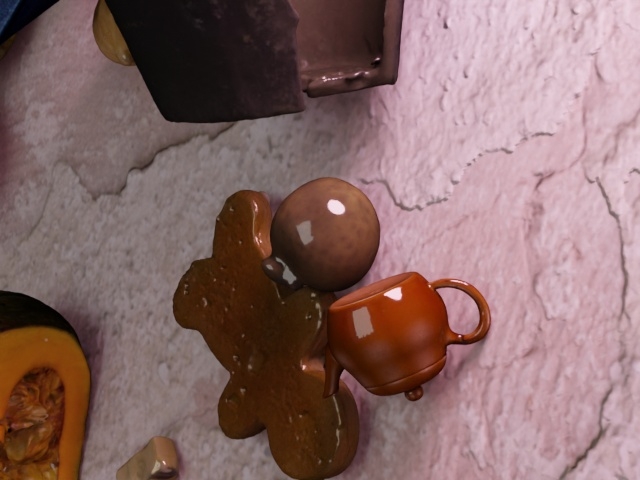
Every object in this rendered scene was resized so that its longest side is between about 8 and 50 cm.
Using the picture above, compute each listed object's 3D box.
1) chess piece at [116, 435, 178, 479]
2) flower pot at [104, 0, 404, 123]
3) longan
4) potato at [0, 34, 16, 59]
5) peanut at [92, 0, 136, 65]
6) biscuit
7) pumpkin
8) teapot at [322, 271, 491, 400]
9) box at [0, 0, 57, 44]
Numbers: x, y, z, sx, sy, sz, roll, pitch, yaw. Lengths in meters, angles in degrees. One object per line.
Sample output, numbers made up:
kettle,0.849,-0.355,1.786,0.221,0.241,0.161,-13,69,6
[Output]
chess piece,-0.167,0.300,1.706,0.090,0.090,0.200,-50,41,30
flower pot,-0.064,-0.249,1.506,0.379,0.379,0.251,4,109,47
longan,0.000,0.000,1.536,0.119,0.106,0.106,-39,51,-5
potato,-0.417,-0.319,2.018,0.149,0.113,0.251,17,106,39
peanut,-0.154,-0.288,1.742,0.263,0.101,0.117,-53,51,25
biscuit,-0.046,0.108,1.616,0.197,0.049,0.301,-57,49,31
pumpkin,-0.368,0.197,1.841,0.139,0.190,0.281,12,95,45
teapot,0.071,0.091,1.464,0.173,0.116,0.116,-22,67,14
box,-0.278,-0.369,1.766,0.116,0.261,0.279,37,120,-4
